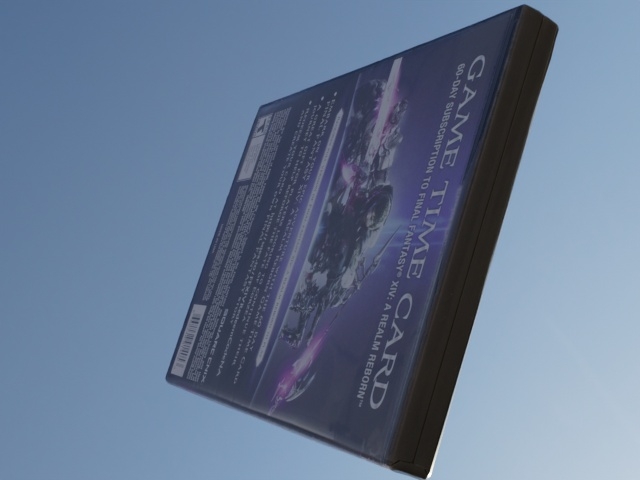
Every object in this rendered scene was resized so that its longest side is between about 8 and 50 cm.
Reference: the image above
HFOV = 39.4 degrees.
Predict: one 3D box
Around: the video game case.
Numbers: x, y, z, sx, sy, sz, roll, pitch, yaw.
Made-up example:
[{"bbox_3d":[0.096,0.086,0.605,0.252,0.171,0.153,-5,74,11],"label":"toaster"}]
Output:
[{"bbox_3d":[0.000,0.000,0.471,0.026,0.274,0.196,23,-101,-26],"label":"video game case"}]
